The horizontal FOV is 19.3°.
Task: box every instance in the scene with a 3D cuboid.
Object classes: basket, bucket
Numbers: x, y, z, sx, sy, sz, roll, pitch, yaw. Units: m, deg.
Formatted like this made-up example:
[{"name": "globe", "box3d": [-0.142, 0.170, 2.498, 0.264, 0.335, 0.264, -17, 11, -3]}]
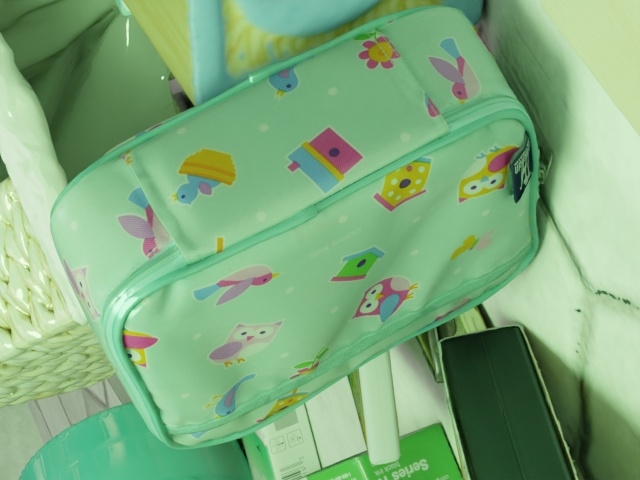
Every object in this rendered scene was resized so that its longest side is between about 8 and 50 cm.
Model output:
[{"name": "basket", "box3d": [-0.220, -0.059, 1.448, 0.266, 0.331, 0.328, -29, 80, 29]}, {"name": "bucket", "box3d": [-0.180, 0.307, 1.977, 0.281, 0.281, 0.183, 95, 156, -54]}]

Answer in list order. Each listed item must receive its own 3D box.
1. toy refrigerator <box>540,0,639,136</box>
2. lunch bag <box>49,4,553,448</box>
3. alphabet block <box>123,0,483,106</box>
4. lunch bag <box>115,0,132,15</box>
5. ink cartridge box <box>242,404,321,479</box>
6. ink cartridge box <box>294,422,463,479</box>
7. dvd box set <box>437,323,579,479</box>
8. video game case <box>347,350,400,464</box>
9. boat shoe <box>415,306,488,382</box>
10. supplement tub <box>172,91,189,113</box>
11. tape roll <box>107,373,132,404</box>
[{"name": "toy refrigerator", "box3d": [0.202, -0.048, 0.733, 0.269, 0.094, 0.102, 58, 152, 30]}, {"name": "lunch bag", "box3d": [0.000, 0.000, 1.082, 0.108, 0.279, 0.224, 58, 170, 32]}, {"name": "alphabet block", "box3d": [-0.031, -0.222, 1.061, 0.197, 0.192, 0.193, 56, 156, 37]}, {"name": "lunch bag", "box3d": [-0.126, -0.305, 1.307, 0.262, 0.160, 0.223, -120, 13, -61]}, {"name": "ink cartridge box", "box3d": [-0.070, 0.166, 1.834, 0.225, 0.056, 0.181, 27, 135, 62]}, {"name": "ink cartridge box", "box3d": [0.062, 0.263, 1.438, 0.153, 0.087, 0.208, -32, 79, 54]}, {"name": "dvd box set", "box3d": [0.150, 0.304, 1.160, 0.307, 0.062, 0.420, -99, -3, -64]}, {"name": "video game case", "box3d": [0.020, 0.010, 1.346, 0.206, 0.026, 0.227, -105, 7, -53]}, {"name": "boat shoe", "box3d": [0.066, 0.028, 1.280, 0.152, 0.049, 0.056, 60, 161, 27]}, {"name": "supplement tub", "box3d": [-0.143, -0.077, 1.745, 0.071, 0.071, 0.107, -1, 109, 71]}, {"name": "tape roll", "box3d": [-0.227, 0.021, 2.101, 0.392, 0.072, 0.392, 56, 158, 37]}]
